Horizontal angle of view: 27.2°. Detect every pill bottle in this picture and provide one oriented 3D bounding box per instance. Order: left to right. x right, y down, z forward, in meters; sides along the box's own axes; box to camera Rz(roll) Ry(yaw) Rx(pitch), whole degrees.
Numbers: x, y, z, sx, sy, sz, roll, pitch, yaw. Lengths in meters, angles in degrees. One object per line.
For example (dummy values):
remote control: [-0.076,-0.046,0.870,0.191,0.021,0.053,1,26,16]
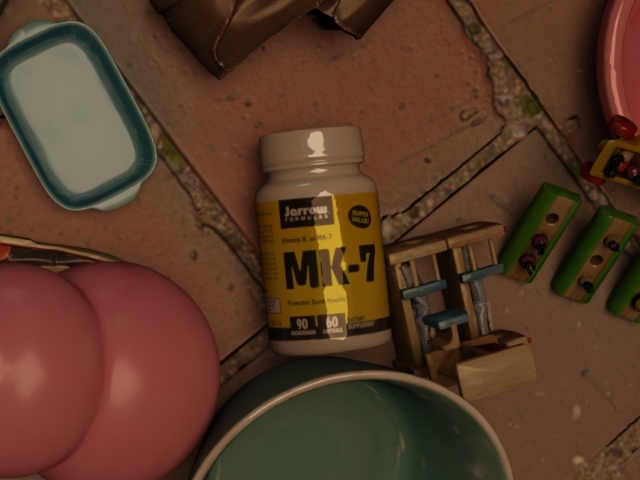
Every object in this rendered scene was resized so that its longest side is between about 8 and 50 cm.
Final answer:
pill bottle: [0.000,0.000,1.263,0.119,0.119,0.208,-7,91,-15]

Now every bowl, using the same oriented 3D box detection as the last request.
bowl: [0.005,0.232,1.218,0.311,0.163,0.311,-5,110,-15]

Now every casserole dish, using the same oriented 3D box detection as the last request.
casserole dish: [-0.232,-0.115,1.244,0.114,0.037,0.188,-29,96,-13]

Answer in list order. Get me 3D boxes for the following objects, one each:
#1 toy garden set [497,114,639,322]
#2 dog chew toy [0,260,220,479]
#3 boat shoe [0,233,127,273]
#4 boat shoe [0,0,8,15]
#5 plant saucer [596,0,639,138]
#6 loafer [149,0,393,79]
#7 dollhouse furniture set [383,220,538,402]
toy garden set: [0.332,-0.002,1.330,0.244,0.049,0.204,19,122,-14]
dog chew toy: [-0.243,0.108,1.107,0.332,0.207,0.206,13,86,-48]
boat shoe: [-0.248,0.024,1.233,0.137,0.049,0.043,10,91,-12]
boat shoe: [-0.309,-0.245,1.176,0.091,0.114,0.302,25,88,-9]
plant saucer: [0.434,-0.178,1.398,0.332,0.084,0.332,0,91,-15]
loafer: [0.022,-0.259,1.275,0.366,0.134,0.130,-23,100,-4]
dollhouse furniture set: [0.147,0.062,1.264,0.129,0.184,0.129,-15,98,-15]
